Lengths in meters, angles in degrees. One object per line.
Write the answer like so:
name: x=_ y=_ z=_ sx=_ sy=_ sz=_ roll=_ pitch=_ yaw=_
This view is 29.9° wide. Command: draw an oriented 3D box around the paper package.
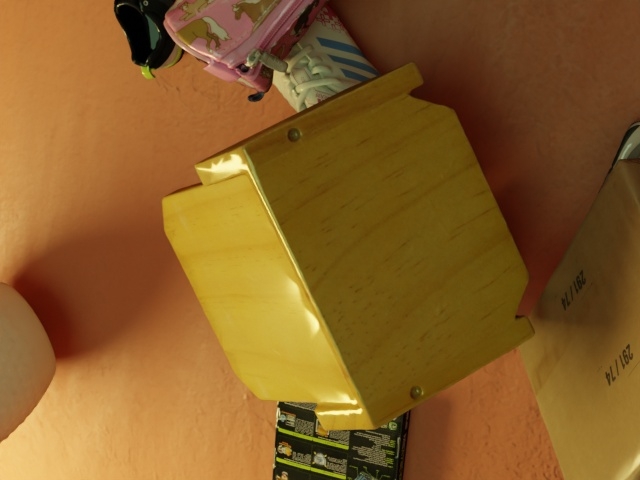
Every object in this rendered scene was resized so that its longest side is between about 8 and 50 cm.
paper package: x=0.378 y=0.117 z=1.306 sx=0.168 sy=0.309 sz=0.325 roll=3 pitch=135 yaw=-16

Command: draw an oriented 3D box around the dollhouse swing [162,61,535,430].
dollhouse swing: x=0.018 y=0.014 z=1.456 sx=0.315 sy=0.305 sz=0.347 roll=-28 pitch=98 yaw=-14

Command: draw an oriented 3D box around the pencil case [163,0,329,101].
pencil case: x=-0.010 y=-0.348 z=1.393 sx=0.167 sy=0.160 sz=0.386 roll=43 pitch=99 yaw=12

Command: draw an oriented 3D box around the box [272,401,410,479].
box: x=0.027 y=0.295 z=1.714 sx=0.190 sy=0.045 sz=0.184 roll=11 pitch=113 yaw=19

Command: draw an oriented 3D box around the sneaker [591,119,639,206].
sneaker: x=0.388 y=-0.019 z=1.434 sx=0.132 sy=0.086 sz=0.229 roll=25 pitch=114 yaw=11

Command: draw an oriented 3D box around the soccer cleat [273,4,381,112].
soccer cleat: x=-0.003 y=-0.212 z=1.500 sx=0.331 sy=0.143 sz=0.116 roll=43 pitch=118 yaw=5

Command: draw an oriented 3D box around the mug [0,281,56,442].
mug: x=-0.593 y=0.221 z=1.800 sx=0.276 sy=0.328 sz=0.374 roll=59 pitch=150 yaw=-1

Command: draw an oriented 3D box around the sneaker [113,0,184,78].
sneaker: x=-0.230 y=-0.333 z=1.581 sx=0.084 sy=0.097 sz=0.235 roll=-5 pitch=105 yaw=24
